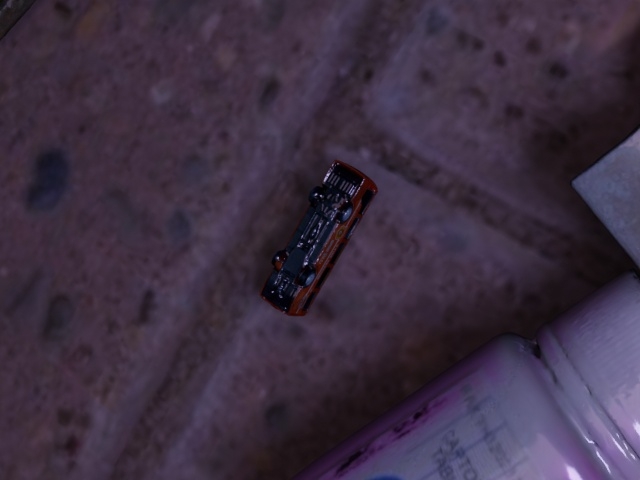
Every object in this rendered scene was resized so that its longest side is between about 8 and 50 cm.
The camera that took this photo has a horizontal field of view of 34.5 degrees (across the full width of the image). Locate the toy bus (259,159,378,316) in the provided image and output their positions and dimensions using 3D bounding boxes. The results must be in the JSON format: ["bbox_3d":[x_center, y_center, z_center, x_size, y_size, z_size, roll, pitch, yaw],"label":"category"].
[{"bbox_3d":[0.000,0.000,0.707,0.031,0.043,0.110,33,96,25],"label":"toy bus"}]

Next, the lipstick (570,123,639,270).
[{"bbox_3d":[0.248,0.040,0.564,0.077,0.079,0.253,-41,84,24],"label":"lipstick"}]

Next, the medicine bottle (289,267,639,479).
[{"bbox_3d":[0.109,0.139,0.585,0.254,0.152,0.152,-36,71,14],"label":"medicine bottle"}]

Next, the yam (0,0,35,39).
[{"bbox_3d":[-0.196,-0.253,0.832,0.027,0.029,0.234,43,98,-6],"label":"yam"}]
